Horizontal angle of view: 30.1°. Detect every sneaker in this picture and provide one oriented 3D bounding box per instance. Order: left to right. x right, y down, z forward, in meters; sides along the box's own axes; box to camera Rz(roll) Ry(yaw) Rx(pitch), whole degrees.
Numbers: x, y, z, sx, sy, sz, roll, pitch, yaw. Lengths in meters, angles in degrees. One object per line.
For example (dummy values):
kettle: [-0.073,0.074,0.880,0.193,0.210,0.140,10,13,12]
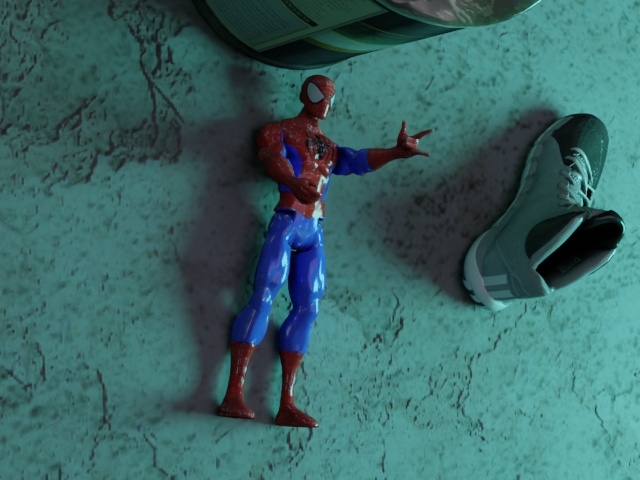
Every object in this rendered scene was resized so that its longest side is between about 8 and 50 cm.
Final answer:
sneaker: [0.232,-0.029,1.064,0.086,0.132,0.228,45,65,-22]

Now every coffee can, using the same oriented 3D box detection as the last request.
coffee can: [0.031,-0.233,0.842,0.202,0.275,0.201,-1,93,-22]

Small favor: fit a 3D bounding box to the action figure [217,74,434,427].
action figure: [0.000,0.000,0.911,0.091,0.139,0.280,14,76,-33]
